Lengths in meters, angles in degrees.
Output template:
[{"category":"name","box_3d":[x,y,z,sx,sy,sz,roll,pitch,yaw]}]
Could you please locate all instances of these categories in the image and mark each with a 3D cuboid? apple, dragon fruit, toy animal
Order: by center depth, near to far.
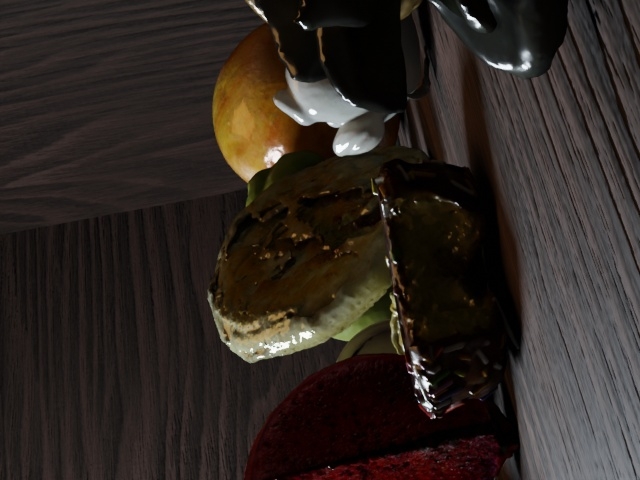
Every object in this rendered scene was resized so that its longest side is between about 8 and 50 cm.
[{"category":"dragon fruit","box_3d":[0.065,0.204,1.333,0.163,0.262,0.189,52,-153,-67]},{"category":"toy animal","box_3d":[0.033,-0.259,1.452,0.208,0.154,0.325,51,-138,-42]},{"category":"apple","box_3d":[-0.019,-0.195,1.981,0.233,0.286,0.286,111,154,-55]}]

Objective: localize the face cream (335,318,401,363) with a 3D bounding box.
[{"category":"face cream","box_3d":[0.103,0.207,1.672,0.195,0.175,0.175,77,-178,-61]}]

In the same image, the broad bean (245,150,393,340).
[{"category":"broad bean","box_3d":[0.029,0.002,1.823,0.291,0.238,0.119,49,154,3]}]

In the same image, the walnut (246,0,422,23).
[{"category":"walnut","box_3d":[0.010,-0.267,1.128,0.213,0.213,0.213,-10,-90,-90]}]

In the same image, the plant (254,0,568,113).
[{"category":"plant","box_3d":[0.014,-0.208,0.639,0.199,0.188,0.276,76,-177,-71]}]

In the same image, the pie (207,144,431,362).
[{"category":"pie","box_3d":[0.000,0.000,1.626,0.077,0.339,0.339,52,-165,-30]}]

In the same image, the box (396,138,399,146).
[{"category":"box","box_3d":[0.005,-0.145,2.185,0.067,0.243,0.155,84,178,-64]}]

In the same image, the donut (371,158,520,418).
[{"category":"donut","box_3d":[0.110,0.041,1.194,0.216,0.096,0.230,73,-174,-65]}]

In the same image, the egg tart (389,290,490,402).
[{"category":"egg tart","box_3d":[0.132,0.136,1.478,0.212,0.090,0.212,-12,-90,-90]}]
